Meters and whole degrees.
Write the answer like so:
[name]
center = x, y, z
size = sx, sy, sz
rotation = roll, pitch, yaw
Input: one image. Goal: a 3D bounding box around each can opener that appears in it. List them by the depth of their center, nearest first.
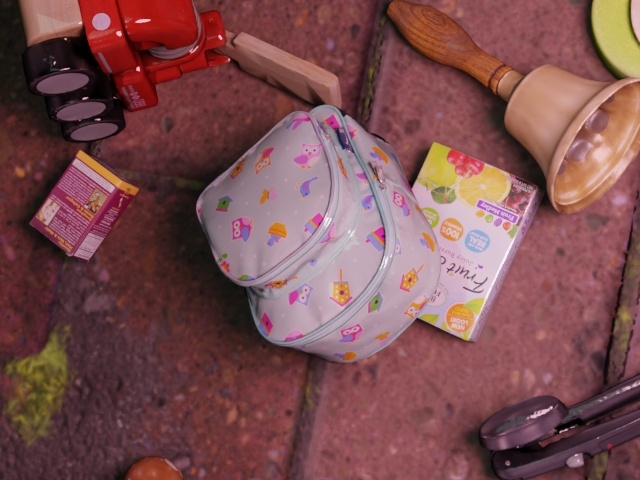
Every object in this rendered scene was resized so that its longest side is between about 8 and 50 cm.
[can opener]
center = 0.220, 0.146, 1.235
size = 0.186, 0.073, 0.059
rotation = -17, 69, 4

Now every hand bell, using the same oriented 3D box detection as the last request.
[hand bell]
center = 0.146, -0.139, 1.287
size = 0.242, 0.126, 0.126
rotation = 39, 94, 29

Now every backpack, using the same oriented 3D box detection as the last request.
[backpack]
center = 0.000, 0.000, 1.251
size = 0.166, 0.144, 0.188
rotation = -39, 58, 18

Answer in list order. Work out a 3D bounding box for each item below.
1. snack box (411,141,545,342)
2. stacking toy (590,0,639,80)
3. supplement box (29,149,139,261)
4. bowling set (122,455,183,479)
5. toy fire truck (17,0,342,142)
[snack box]
center = 0.113, 0.001, 1.296
size = 0.100, 0.037, 0.141
rotation = 25, 91, 20
[stacking toy]
center = 0.362, -0.225, 1.209
size = 0.309, 0.130, 0.279
rotation = 33, 92, 18
[supplement box]
center = -0.213, -0.031, 1.394
size = 0.055, 0.043, 0.083
rotation = 37, 92, 18
[bowling set]
center = -0.112, 0.257, 1.259
size = 0.154, 0.287, 0.200
rotation = 6, 50, 11
[toy fire truck]
center = -0.119, -0.168, 1.310
size = 0.246, 0.217, 0.158
rotation = -14, 77, -1
